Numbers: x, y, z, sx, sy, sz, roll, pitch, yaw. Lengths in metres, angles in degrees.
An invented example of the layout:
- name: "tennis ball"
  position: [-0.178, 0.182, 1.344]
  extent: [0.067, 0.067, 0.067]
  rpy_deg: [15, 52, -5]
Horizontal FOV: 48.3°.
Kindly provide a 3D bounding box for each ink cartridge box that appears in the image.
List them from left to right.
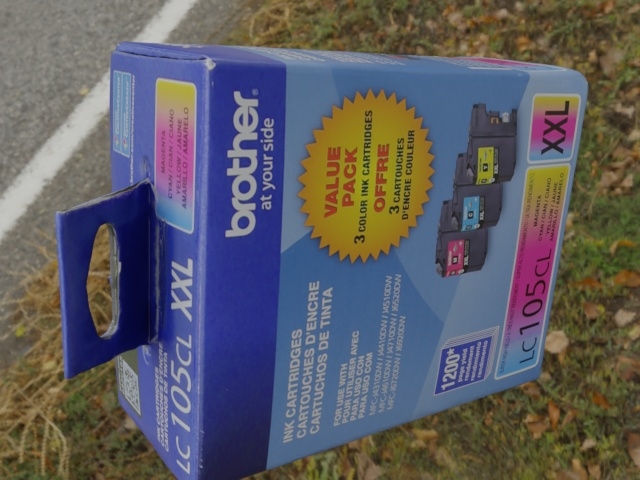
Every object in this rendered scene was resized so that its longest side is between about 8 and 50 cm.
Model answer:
- name: "ink cartridge box"
  position: [0.000, 0.000, 0.524]
  extent: [0.395, 0.270, 0.151]
  rpy_deg: [-7, 19, -33]
